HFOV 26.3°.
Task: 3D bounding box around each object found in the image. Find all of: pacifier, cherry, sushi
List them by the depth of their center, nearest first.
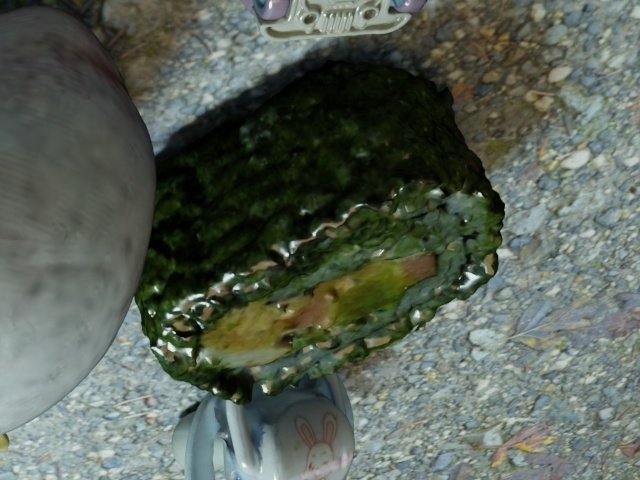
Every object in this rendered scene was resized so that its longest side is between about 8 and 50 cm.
[{"bbox_3d":[-0.278,-0.003,1.059,0.291,0.326,0.335,42,117,-14],"label":"cherry"},{"bbox_3d":[0.000,0.000,1.308,0.352,0.178,0.294,-30,147,11],"label":"sushi"},{"bbox_3d":[-0.089,0.233,1.620,0.226,0.238,0.287,-5,-173,38],"label":"pacifier"}]

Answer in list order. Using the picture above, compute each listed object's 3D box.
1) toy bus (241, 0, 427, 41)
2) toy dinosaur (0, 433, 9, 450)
[{"bbox_3d":[0.011,-0.256,0.986,0.142,0.142,0.202,-5,144,-18],"label":"toy bus"},{"bbox_3d":[-0.364,0.109,1.374,0.177,0.152,0.194,-31,149,-36],"label":"toy dinosaur"}]
